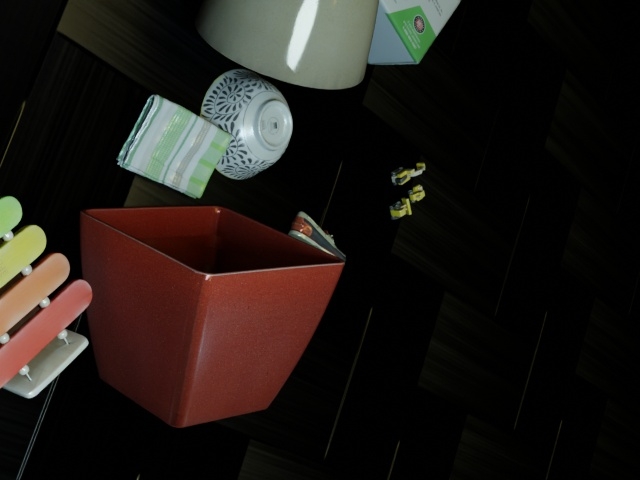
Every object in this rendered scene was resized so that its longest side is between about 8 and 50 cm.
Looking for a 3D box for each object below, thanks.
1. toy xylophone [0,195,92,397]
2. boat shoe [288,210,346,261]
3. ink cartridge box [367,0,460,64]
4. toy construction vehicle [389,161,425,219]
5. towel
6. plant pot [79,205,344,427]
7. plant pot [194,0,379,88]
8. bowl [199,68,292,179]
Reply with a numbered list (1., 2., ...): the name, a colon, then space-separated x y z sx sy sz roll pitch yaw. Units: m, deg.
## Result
1. toy xylophone: -0.418 0.058 1.286 0.236 0.081 0.323 -55 132 -35
2. boat shoe: 0.000 0.000 1.788 0.137 0.049 0.043 36 67 -40
3. ink cartridge box: 0.143 -0.467 1.791 0.289 0.121 0.211 -56 128 -25
4. toy construction vehicle: 0.164 -0.092 1.966 0.098 0.035 0.086 -29 116 -43
5. towel: -0.204 -0.130 1.525 0.152 0.023 0.113 25 97 -43
6. plant pot: -0.169 0.103 1.472 0.267 0.267 0.236 -3 111 -48
7. plant pot: -0.015 -0.390 1.483 0.256 0.256 0.274 -15 135 -46
8. bowl: -0.095 -0.177 1.630 0.170 0.080 0.170 -7 100 -48
